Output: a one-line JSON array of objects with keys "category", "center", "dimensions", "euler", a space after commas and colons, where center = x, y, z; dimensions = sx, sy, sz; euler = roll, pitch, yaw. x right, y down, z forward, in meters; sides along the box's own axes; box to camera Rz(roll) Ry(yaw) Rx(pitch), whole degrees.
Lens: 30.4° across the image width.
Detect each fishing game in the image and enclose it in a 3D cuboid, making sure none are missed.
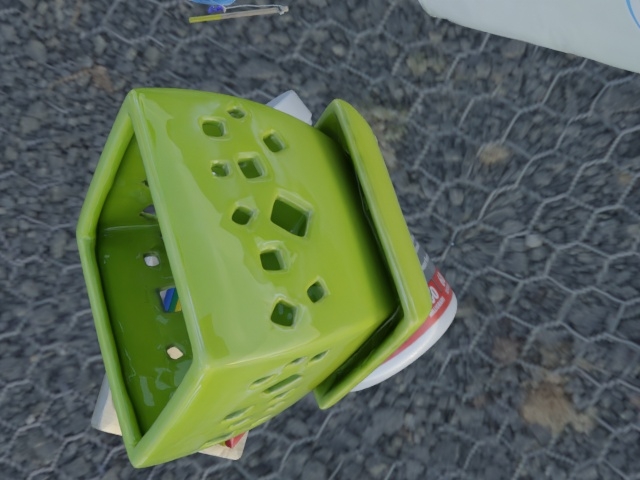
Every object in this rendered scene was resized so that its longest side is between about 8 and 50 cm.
[{"category": "fishing game", "center": [-0.118, -0.392, 1.658], "dimensions": [0.189, 0.264, 0.041], "euler": [-2, 133, 9]}]

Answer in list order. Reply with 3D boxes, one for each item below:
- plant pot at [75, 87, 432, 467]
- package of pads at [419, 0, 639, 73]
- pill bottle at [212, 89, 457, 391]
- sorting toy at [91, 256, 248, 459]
[{"category": "plant pot", "center": [-0.054, 0.025, 0.924], "dimensions": [0.207, 0.227, 0.228], "euler": [-8, 66, -26]}, {"category": "package of pads", "center": [0.117, -0.174, 0.432], "dimensions": [0.229, 0.296, 0.101], "euler": [22, 70, 28]}, {"category": "pill bottle", "center": [0.000, 0.000, 1.546], "dimensions": [0.210, 0.210, 0.363], "euler": [-35, 101, 5]}, {"category": "sorting toy", "center": [-0.159, 0.170, 1.652], "dimensions": [0.089, 0.257, 0.256], "euler": [9, 80, 48]}]
